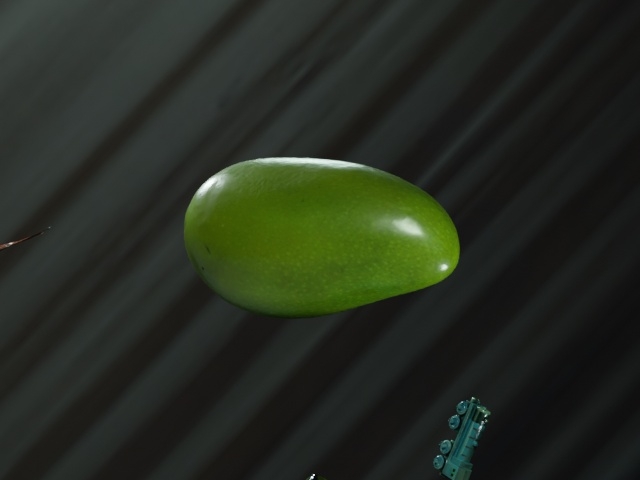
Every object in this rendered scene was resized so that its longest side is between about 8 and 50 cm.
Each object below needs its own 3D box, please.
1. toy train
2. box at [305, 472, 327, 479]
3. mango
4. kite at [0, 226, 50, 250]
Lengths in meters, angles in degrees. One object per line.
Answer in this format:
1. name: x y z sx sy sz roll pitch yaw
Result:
1. toy train: 0.152 0.212 2.020 0.029 0.092 0.045 21 4 -36
2. box: -0.081 0.429 2.168 0.134 0.345 0.097 46 3 31
3. mango: 0.000 0.000 2.143 0.343 0.192 0.156 4 -27 32
4. kite: -0.458 0.027 2.438 0.125 0.222 0.008 -74 146 -82
